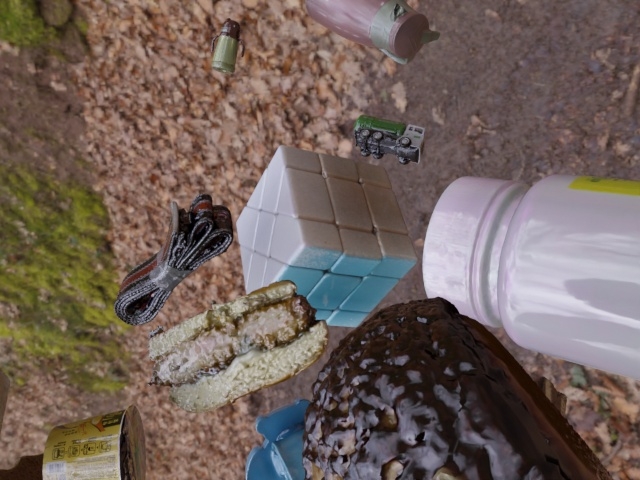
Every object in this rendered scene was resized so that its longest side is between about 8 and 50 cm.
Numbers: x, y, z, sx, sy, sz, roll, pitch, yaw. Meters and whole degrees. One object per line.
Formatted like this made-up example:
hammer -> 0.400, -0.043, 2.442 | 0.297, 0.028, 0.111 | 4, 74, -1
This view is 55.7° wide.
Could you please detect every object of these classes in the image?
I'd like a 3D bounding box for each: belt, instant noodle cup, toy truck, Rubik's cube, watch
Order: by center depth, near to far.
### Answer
instant noodle cup -> -0.339, 0.330, 0.918 | 0.151, 0.122, 0.151 | 177, 90, -85
watch -> -0.028, 0.414, 1.103 | 0.193, 0.211, 0.211 | -149, 52, -65
belt -> -0.312, 0.049, 1.257 | 0.359, 0.126, 0.094 | -45, 40, 30
Rubik's cube -> 0.000, 0.000, 1.515 | 0.322, 0.316, 0.318 | -53, 39, 41
toy truck -> 0.220, -0.333, 1.962 | 0.242, 0.125, 0.101 | 16, 150, 17

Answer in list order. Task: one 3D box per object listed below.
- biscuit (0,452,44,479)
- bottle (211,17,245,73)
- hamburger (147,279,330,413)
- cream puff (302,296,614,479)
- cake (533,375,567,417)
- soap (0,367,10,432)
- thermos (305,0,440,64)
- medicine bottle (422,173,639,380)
biscuit -> -0.568, 0.517, 1.225 | 0.182, 0.215, 0.034 | 49, 124, 6
bottle -> -0.178, -0.377, 1.174 | 0.047, 0.063, 0.101 | -166, 88, -69
hamburger -> -0.121, 0.164, 0.960 | 0.282, 0.245, 0.155 | -32, 78, 52
cream puff -> 0.088, 0.157, 0.395 | 0.239, 0.165, 0.239 | 50, -171, -11
cake -> 0.431, 0.412, 1.264 | 0.112, 0.246, 0.135 | 43, 131, -18
soap -> -0.519, 0.220, 0.823 | 0.315, 0.091, 0.199 | 107, 159, -53
thermos -> 0.107, -0.455, 1.236 | 0.265, 0.146, 0.176 | 45, 178, 33
medicine bottle -> 0.323, 0.038, 0.672 | 0.379, 0.213, 0.213 | 11, 113, 38
